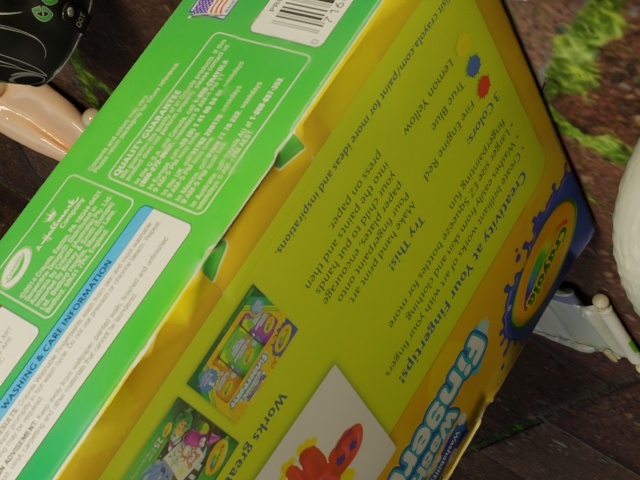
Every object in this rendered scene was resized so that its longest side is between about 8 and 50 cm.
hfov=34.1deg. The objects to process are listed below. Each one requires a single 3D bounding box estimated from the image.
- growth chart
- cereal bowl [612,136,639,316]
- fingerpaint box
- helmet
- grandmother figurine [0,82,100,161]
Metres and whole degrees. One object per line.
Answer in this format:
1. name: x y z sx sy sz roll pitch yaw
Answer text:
1. growth chart: 0.217 0.063 1.091 0.237 0.021 0.172 19 159 39
2. cereal bowl: 0.327 0.052 0.631 0.339 0.141 0.339 31 165 9
3. fingerpaint box: -0.019 0.050 0.724 0.163 0.445 0.371 21 161 38
4. helmet: -0.311 -0.230 0.968 0.161 0.169 0.169 24 172 -34
5. grandmother figurine: -0.293 -0.111 1.413 0.342 0.104 0.208 35 173 1
